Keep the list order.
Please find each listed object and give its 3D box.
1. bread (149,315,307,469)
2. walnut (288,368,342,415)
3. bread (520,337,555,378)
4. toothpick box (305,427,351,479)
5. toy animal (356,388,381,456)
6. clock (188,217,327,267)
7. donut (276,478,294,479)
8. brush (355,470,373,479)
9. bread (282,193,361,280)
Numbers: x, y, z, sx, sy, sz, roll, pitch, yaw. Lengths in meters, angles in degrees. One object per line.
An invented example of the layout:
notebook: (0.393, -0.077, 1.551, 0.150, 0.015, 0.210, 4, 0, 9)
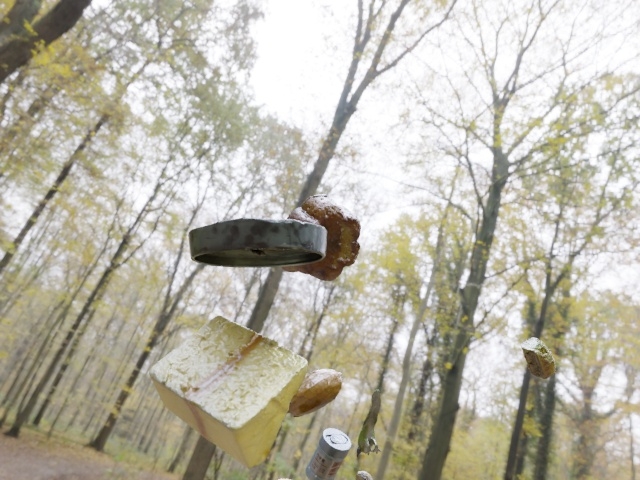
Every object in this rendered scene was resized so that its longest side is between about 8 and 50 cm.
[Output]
bread: (-0.180, 0.316, 1.159, 0.263, 0.236, 0.198, 23, -42, 27)
walnut: (-0.030, 0.531, 1.863, 0.245, 0.137, 0.137, -24, -25, -12)
bread: (0.552, 0.301, 1.343, 0.066, 0.060, 0.110, -20, -69, 17)
toothpick box: (0.025, 0.700, 1.722, 0.101, 0.153, 0.101, 21, 16, -6)
toy animal: (0.117, 0.444, 1.234, 0.041, 0.075, 0.217, 2, -55, -12)
clock: (-0.143, 0.013, 1.244, 0.325, 0.067, 0.325, -2, -10, 0)
donut: (-0.122, 0.960, 1.955, 0.162, 0.066, 0.178, -3, 21, -32)
brush: (0.186, 0.732, 1.400, 0.042, 0.039, 0.299, -37, -94, 18)
bread: (0.012, -0.004, 1.529, 0.232, 0.247, 0.135, 14, 7, -33)
